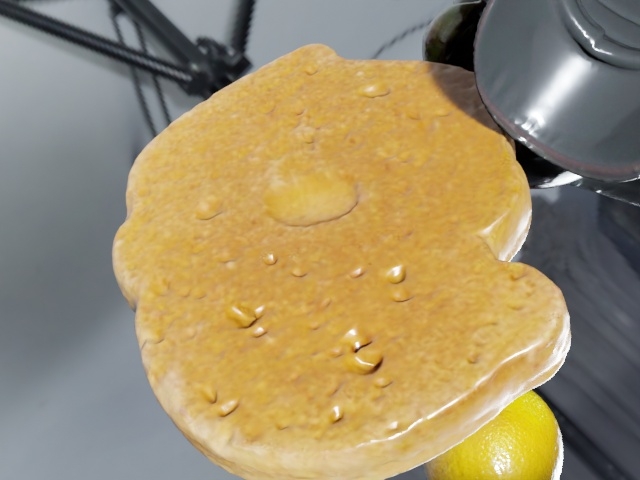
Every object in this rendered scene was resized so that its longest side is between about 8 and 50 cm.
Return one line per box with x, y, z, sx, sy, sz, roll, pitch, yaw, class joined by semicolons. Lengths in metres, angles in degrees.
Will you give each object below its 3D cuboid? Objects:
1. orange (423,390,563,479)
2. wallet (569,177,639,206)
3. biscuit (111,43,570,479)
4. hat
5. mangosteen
0.267;0.330;2.033;0.236;0.236;0.236;-26;141;-23;orange
0.569;-0.112;1.860;0.406;0.062;0.228;16;133;-27;wallet
0.000;0.001;1.059;0.350;0.455;0.078;-11;136;5;biscuit
0.267;-0.218;1.038;0.336;0.238;0.209;-53;-179;20;hat
0.197;-0.147;1.217;0.210;0.210;0.209;-26;141;-23;mangosteen
